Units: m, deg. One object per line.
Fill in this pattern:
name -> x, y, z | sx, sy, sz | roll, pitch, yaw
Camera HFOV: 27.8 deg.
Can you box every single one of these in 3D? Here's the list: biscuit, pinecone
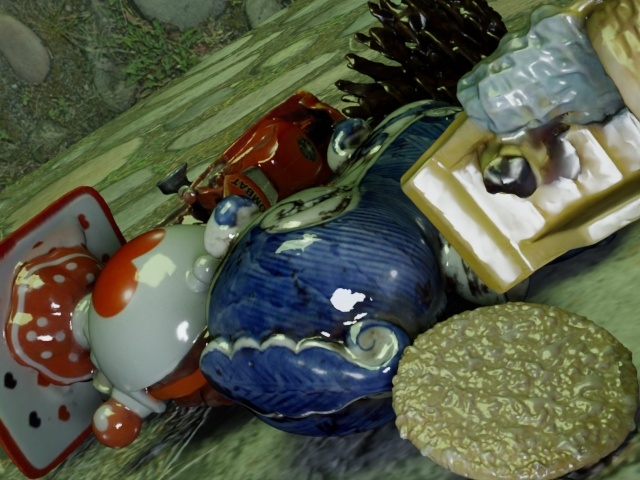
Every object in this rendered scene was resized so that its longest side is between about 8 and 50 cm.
biscuit -> 0.091, 0.070, 0.613 | 0.120, 0.015, 0.120 | -7, 38, 5
pinecone -> 0.090, -0.138, 1.106 | 0.165, 0.163, 0.163 | -46, 14, 8

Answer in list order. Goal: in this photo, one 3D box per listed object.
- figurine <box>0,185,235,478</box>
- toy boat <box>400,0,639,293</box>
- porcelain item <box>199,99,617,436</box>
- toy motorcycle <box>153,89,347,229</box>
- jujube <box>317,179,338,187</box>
figurine -> -0.106, 0.050, 0.881 | 0.226, 0.160, 0.183 | -9, 26, 39
toy boat -> 0.158, -0.083, 0.424 | 0.310, 0.089, 0.115 | -34, 9, 23
porcelain item -> 0.060, 0.010, 0.767 | 0.186, 0.138, 0.288 | 3, 27, 32
toy motorcycle -> -0.063, -0.059, 1.232 | 0.171, 0.089, 0.298 | -21, 18, 34
jujube -> 0.000, 0.000, 0.960 | 0.129, 0.077, 0.077 | -23, 17, 20
